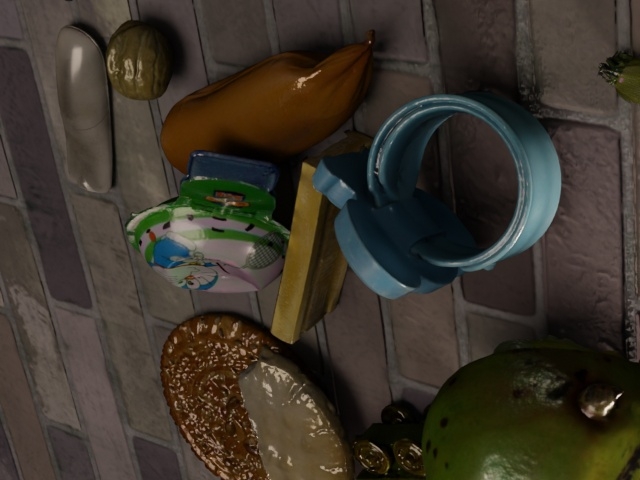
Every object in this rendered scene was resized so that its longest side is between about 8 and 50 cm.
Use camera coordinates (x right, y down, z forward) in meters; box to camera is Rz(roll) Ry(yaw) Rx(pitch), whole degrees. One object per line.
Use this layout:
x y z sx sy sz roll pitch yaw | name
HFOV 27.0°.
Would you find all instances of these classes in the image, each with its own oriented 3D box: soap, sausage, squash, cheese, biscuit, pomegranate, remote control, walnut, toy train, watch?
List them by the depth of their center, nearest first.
0.320 -0.121 1.124 0.183 0.052 0.052 20 129 29 | squash
0.118 -0.055 1.269 0.211 0.211 0.193 49 117 3 | watch
0.224 0.243 1.314 0.260 0.260 0.340 26 133 25 | pomegranate
-0.045 -0.139 1.388 0.328 0.112 0.112 -20 104 47 | sausage
0.001 0.000 1.452 0.037 0.092 0.252 32 134 23 | soap
-0.115 -0.014 1.486 0.204 0.083 0.320 10 155 -7 | cheese
-0.202 -0.201 1.499 0.092 0.092 0.092 22 130 29 | walnut
0.138 0.260 1.516 0.225 0.090 0.137 -8 115 44 | toy train
-0.020 0.259 1.632 0.141 0.038 0.289 8 123 33 | biscuit
-0.294 -0.156 1.635 0.073 0.044 0.229 23 130 24 | remote control
-0.095 0.228 1.730 0.305 0.038 0.305 22 130 29 | biscuit
